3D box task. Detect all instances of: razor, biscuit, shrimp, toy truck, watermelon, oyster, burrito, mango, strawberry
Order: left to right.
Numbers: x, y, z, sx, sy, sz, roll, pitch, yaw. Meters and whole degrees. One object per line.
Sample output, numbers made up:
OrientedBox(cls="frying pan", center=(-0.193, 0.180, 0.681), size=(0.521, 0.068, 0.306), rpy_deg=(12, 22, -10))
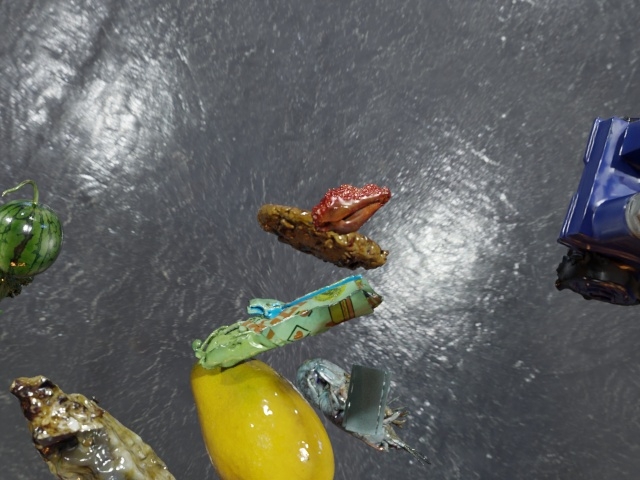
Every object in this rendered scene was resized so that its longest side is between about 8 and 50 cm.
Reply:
OrientedBox(cls="watermelon", center=(-0.551, -0.022, 1.231), size=(0.140, 0.141, 0.187), rpy_deg=(22, 105, 0))
OrientedBox(cls="oyster", center=(-0.247, 0.294, 0.772), size=(0.128, 0.078, 0.345), rpy_deg=(-30, 109, 2))
OrientedBox(cls="mango", center=(-0.094, 0.284, 0.979), size=(0.176, 0.119, 0.317), rpy_deg=(-49, 61, 12))
OrientedBox(cls="burrito", center=(-0.050, 0.112, 0.967), size=(0.288, 0.104, 0.054), rpy_deg=(-22, 118, 3))
OrientedBox(cls="biscuit", center=(-0.002, 0.000, 1.580), size=(0.334, 0.289, 0.081), rpy_deg=(24, 81, -20))
OrientedBox(cls="strawberry", center=(0.051, -0.050, 1.123), size=(0.152, 0.104, 0.048), rpy_deg=(-22, 47, 10))
OrientedBox(cls="shrimp", center=(0.094, 0.391, 1.506), size=(0.372, 0.172, 0.137), rpy_deg=(22, 92, 22))
OrientedBox(cls="razor", center=(0.099, 0.269, 1.157), size=(0.068, 0.232, 0.106), rpy_deg=(10, 85, 15))
OrientedBox(cls="toy truck", center=(0.303, -0.015, 0.506), size=(0.213, 0.177, 0.161), rpy_deg=(20, 81, -6))

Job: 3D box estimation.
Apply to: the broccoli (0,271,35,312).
OrientedBox(cls="broccoli", center=(-0.728, 0.121, 1.375), size=(0.254, 0.269, 0.269), rpy_deg=(-11, 84, 7))
